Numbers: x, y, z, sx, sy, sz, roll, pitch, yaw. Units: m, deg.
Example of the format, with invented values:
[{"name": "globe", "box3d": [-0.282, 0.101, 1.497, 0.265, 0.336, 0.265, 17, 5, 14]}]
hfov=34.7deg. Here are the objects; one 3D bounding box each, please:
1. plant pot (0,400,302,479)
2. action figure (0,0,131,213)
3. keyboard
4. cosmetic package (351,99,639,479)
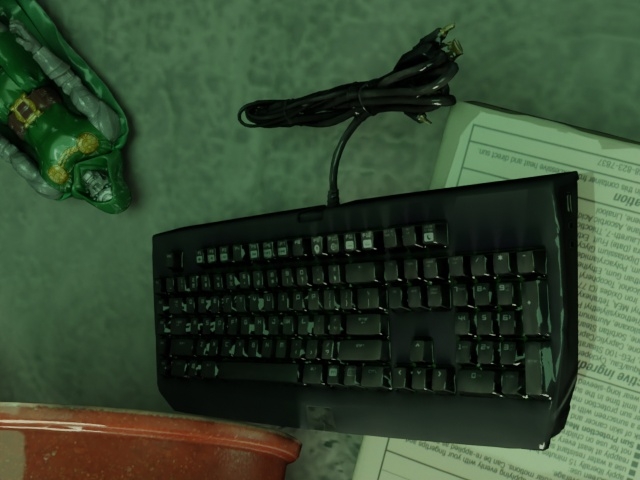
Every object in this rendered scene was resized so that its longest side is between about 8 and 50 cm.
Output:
[{"name": "plant pot", "box3d": [-0.147, 0.234, 0.527, 0.273, 0.272, 0.265, -6, 71, 19]}, {"name": "action figure", "box3d": [-0.205, -0.104, 0.679, 0.232, 0.063, 0.137, 45, 103, 7]}, {"name": "keyboard", "box3d": [0.000, 0.000, 0.547, 0.317, 0.033, 0.201, -6, 80, 48]}, {"name": "cosmetic package", "box3d": [0.115, 0.094, 0.553, 0.160, 0.113, 0.309, 18, 100, 17]}]
